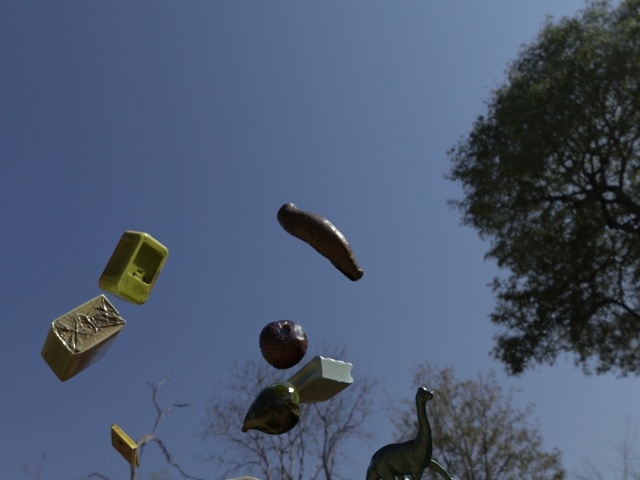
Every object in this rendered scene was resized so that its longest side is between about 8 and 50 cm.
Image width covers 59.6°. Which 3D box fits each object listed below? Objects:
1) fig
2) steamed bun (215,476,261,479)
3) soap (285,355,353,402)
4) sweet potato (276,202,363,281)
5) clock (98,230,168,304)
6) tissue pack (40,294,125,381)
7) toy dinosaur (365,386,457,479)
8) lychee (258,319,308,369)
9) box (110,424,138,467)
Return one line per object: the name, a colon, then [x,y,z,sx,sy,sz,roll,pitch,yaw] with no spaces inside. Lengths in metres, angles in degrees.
fig: [-0.188,0.637,2.075,0.245,0.195,0.195,-20,-41,-8]
steamed bun: [-0.241,0.925,1.779,0.255,0.342,0.368,-2,-36,-31]
soap: [-0.010,0.576,2.271,0.173,0.095,0.289,18,-40,-22]
sweet potato: [0.005,-0.005,1.464,0.286,0.085,0.112,36,-27,11]
clock: [-0.572,0.084,1.714,0.096,0.202,0.143,7,-25,31]
tissue pack: [-0.650,0.268,1.521,0.159,0.125,0.234,-34,-8,-42]
toy dinosaur: [0.208,0.595,1.622,0.383,0.129,0.331,-20,-82,31]
lychee: [-0.138,0.384,2.076,0.194,0.194,0.194,-6,-42,-5]
box: [-0.610,0.637,1.736,0.020,0.149,0.073,-15,-64,-44]
